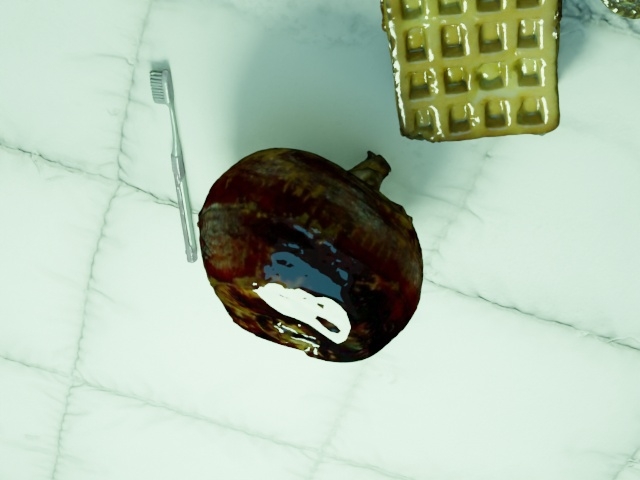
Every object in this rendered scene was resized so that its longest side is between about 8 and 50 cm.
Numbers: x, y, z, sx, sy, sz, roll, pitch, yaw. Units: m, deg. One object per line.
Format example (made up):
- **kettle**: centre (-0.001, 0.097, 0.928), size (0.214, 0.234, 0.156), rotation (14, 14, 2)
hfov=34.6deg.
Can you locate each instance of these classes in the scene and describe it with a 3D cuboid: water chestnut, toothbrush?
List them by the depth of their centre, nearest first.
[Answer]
- **water chestnut**: centre (0.000, 0.000, 1.439), size (0.350, 0.302, 0.350), rotation (27, 162, 10)
- **toothbrush**: centre (-0.217, -0.103, 1.540), size (0.029, 0.024, 0.354), rotation (7, 132, 12)

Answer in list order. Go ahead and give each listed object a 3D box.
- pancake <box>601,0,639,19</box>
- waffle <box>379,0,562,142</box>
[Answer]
- **pancake**: centre (0.388, -0.317, 1.240), size (0.115, 0.011, 0.115), rotation (6, 132, 6)
- **waffle**: centre (0.185, -0.268, 1.241), size (0.224, 0.098, 0.328), rotation (-5, 135, 8)
